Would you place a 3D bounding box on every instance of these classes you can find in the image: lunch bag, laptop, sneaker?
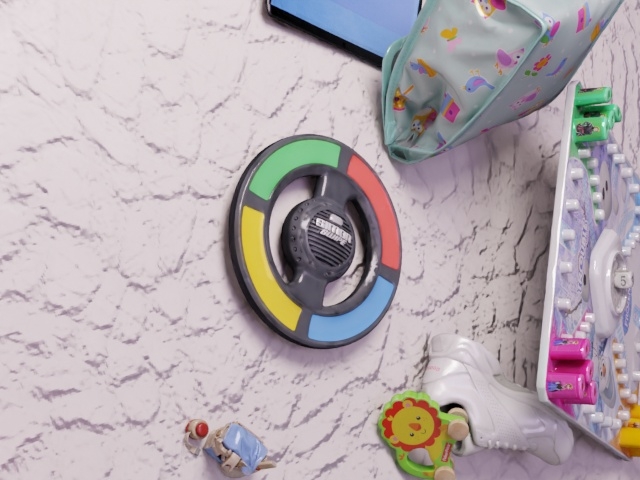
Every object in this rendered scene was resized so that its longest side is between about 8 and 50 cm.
[{"bbox_3d":[0.195,-0.212,1.172,0.160,0.262,0.223,46,47,15],"label":"lunch bag"},{"bbox_3d":[0.086,-0.347,1.137,0.234,0.264,0.136,16,41,-40],"label":"laptop"},{"bbox_3d":[0.195,0.212,1.193,0.232,0.090,0.115,37,67,-18],"label":"sneaker"}]

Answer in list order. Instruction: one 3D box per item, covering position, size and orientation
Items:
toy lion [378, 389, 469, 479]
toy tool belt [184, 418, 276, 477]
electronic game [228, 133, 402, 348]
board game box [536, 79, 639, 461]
[{"bbox_3d":[0.109,0.213,1.122,0.034,0.096,0.100,-74,175,-67],"label":"toy lion"},{"bbox_3d":[-0.083,0.195,0.976,0.083,0.051,0.052,40,59,-27],"label":"toy tool belt"},{"bbox_3d":[0.000,0.000,1.084,0.229,0.048,0.229,9,76,-38],"label":"electronic game"},{"bbox_3d":[0.376,0.054,1.297,0.390,0.050,0.390,36,60,-53],"label":"board game box"}]
